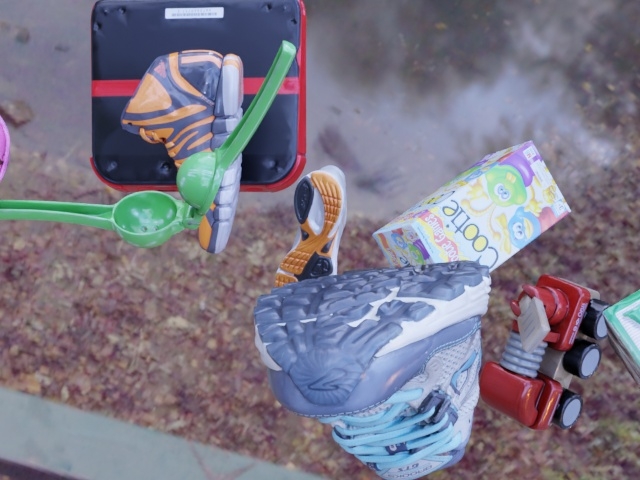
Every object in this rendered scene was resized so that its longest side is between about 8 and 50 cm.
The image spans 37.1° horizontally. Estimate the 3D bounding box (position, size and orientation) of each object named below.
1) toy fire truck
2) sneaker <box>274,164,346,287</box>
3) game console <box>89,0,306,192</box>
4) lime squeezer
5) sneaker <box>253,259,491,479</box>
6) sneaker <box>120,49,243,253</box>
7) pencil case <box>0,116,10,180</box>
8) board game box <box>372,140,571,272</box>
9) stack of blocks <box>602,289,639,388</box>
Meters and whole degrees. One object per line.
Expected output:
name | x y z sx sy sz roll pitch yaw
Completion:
toy fire truck | 0.300 0.158 1.342 0.246 0.217 0.158 14 8 -45
sneaker | 0.000 0.000 1.555 0.099 0.262 0.121 19 24 10
game console | -0.217 -0.256 1.675 0.386 0.060 0.342 0 89 6
lime squeezer | -0.128 -0.055 0.778 0.110 0.310 0.059 58 22 -22
sneaker | 0.049 0.075 0.518 0.283 0.110 0.122 -2 85 -73
sneaker | -0.216 -0.139 1.490 0.180 0.321 0.124 3 16 0
pencil case | -0.362 -0.086 0.791 0.209 0.098 0.095 6 62 28
board game box | 0.253 -0.029 1.589 0.275 0.142 0.144 -34 97 -22
stack of blocks | 0.324 0.012 0.573 0.171 0.297 0.087 61 8 26
